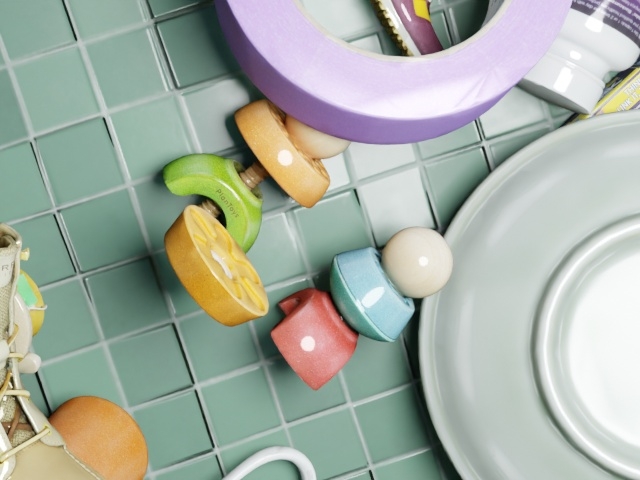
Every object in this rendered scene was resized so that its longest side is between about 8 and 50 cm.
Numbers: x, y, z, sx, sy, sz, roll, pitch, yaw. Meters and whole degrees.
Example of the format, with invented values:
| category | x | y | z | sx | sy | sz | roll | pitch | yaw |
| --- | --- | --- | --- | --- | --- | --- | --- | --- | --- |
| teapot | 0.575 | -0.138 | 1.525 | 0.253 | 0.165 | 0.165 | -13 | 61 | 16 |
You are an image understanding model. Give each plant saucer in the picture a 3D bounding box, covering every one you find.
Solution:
| category | x | y | z | sx | sy | sz | roll | pitch | yaw |
| --- | --- | --- | --- | --- | --- | --- | --- | --- | --- |
| plant saucer | 0.278 | 0.085 | 0.958 | 0.400 | 0.100 | 0.401 | 0 | 87 | 6 |

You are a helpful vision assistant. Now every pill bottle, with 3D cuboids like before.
| category | x | y | z | sx | sy | sz | roll | pitch | yaw |
| --- | --- | --- | --- | --- | --- | --- | --- | --- | --- |
| pill bottle | 0.236 | -0.210 | 1.000 | 0.108 | 0.108 | 0.193 | 25 | 93 | -10 |

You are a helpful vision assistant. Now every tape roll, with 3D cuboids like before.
| category | x | y | z | sx | sy | sz | roll | pitch | yaw |
| --- | --- | --- | --- | --- | --- | --- | --- | --- | --- |
| tape roll | 0.054 | -0.216 | 0.910 | 0.274 | 0.090 | 0.275 | 1 | 82 | -5 |

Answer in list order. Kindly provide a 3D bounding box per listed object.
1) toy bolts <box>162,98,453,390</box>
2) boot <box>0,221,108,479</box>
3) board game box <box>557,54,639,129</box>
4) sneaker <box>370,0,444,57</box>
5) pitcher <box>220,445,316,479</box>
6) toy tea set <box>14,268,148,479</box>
| category | x | y | z | sx | sy | sz | roll | pitch | yaw |
| --- | --- | --- | --- | --- | --- | --- | --- | --- | --- |
| toy bolts | 0.000 | 0.000 | 0.948 | 0.158 | 0.218 | 0.228 | -35 | 107 | 12 |
| boot | -0.232 | 0.100 | 0.847 | 0.262 | 0.095 | 0.203 | 27 | 116 | 21 |
| board game box | 0.307 | -0.089 | 1.056 | 0.170 | 0.048 | 0.141 | -42 | 98 | -1 |
| sneaker | 0.074 | -0.233 | 0.996 | 0.084 | 0.069 | 0.185 | -30 | 101 | 2 |
| pitcher | -0.098 | 0.270 | 1.016 | 0.207 | 0.125 | 0.178 | 0 | 82 | -18 |
| toy tea set | -0.270 | 0.106 | 0.989 | 0.200 | 0.124 | 0.336 | -12 | 103 | 24 |
